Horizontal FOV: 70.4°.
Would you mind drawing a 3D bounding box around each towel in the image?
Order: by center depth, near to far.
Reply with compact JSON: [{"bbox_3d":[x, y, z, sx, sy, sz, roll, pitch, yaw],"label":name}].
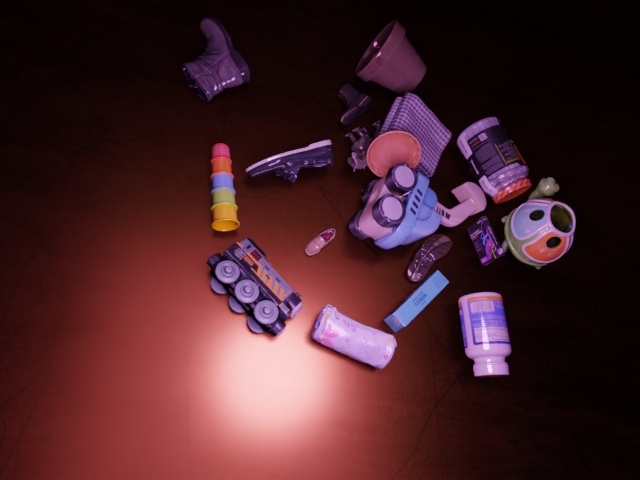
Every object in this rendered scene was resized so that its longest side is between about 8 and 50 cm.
[{"bbox_3d":[0.374,-0.402,1.772,0.283,0.121,0.235,38,62,-26],"label":"towel"}]

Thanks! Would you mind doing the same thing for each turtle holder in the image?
[{"bbox_3d":[0.867,-0.062,1.750,0.243,0.227,0.320,43,66,6],"label":"turtle holder"}]

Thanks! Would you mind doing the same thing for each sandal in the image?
[{"bbox_3d":[0.398,0.065,1.683,0.090,0.060,0.219,36,79,9],"label":"sandal"}]

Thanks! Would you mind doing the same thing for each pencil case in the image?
[{"bbox_3d":[0.106,0.314,1.475,0.273,0.113,0.124,26,87,-3],"label":"pencil case"}]

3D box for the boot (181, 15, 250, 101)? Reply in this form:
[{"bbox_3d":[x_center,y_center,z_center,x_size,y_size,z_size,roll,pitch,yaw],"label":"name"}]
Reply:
[{"bbox_3d":[-0.444,-0.713,1.759,0.222,0.118,0.338,-29,74,-17],"label":"boot"}]

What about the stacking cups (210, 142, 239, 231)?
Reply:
[{"bbox_3d":[-0.343,-0.194,1.580,0.096,0.096,0.316,-4,70,-15],"label":"stacking cups"}]

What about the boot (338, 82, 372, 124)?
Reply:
[{"bbox_3d":[0.106,-0.561,1.857,0.137,0.077,0.198,39,52,8],"label":"boot"}]

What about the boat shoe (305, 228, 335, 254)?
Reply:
[{"bbox_3d":[0.000,0.000,1.613,0.050,0.045,0.135,45,66,7],"label":"boat shoe"}]

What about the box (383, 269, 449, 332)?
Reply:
[{"bbox_3d":[0.334,0.211,1.581,0.244,0.100,0.060,-38,80,-24],"label":"box"}]

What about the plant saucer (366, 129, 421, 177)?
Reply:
[{"bbox_3d":[0.267,-0.318,1.662,0.200,0.200,0.037,9,41,-10],"label":"plant saucer"}]

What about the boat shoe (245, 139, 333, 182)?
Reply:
[{"bbox_3d":[-0.101,-0.270,1.661,0.340,0.127,0.113,-22,98,-23],"label":"boat shoe"}]

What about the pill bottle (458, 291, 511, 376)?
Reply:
[{"bbox_3d":[0.569,0.326,1.563,0.152,0.152,0.272,3,69,-13],"label":"pill bottle"}]

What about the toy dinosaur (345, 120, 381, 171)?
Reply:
[{"bbox_3d":[0.197,-0.373,1.791,0.313,0.121,0.160,-24,94,-35],"label":"toy dinosaur"}]

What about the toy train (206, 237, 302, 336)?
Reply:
[{"bbox_3d":[-0.208,0.146,1.461,0.334,0.142,0.190,45,56,6],"label":"toy train"}]

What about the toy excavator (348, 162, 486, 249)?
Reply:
[{"bbox_3d":[0.385,-0.110,1.690,0.445,0.222,0.433,33,63,-15],"label":"toy excavator"}]

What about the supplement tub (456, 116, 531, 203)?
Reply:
[{"bbox_3d":[0.703,-0.320,1.833,0.193,0.193,0.316,-17,73,-19],"label":"supplement tub"}]

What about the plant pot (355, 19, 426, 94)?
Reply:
[{"bbox_3d":[0.312,-0.735,1.894,0.229,0.263,0.263,33,64,-17],"label":"plant pot"}]

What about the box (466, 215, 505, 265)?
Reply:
[{"bbox_3d":[0.625,0.003,1.726,0.029,0.116,0.162,-13,71,-17],"label":"box"}]
